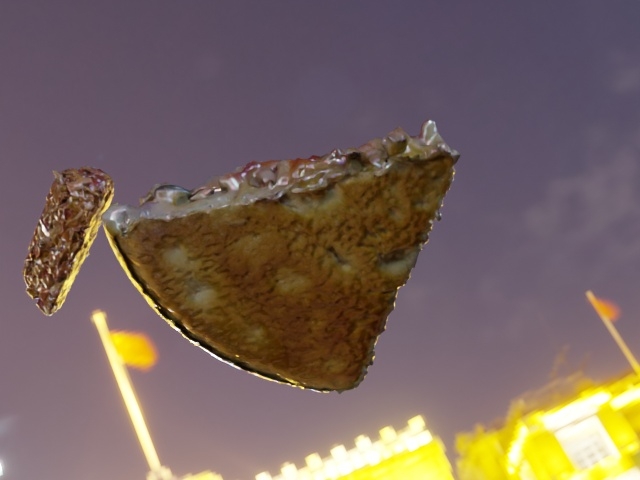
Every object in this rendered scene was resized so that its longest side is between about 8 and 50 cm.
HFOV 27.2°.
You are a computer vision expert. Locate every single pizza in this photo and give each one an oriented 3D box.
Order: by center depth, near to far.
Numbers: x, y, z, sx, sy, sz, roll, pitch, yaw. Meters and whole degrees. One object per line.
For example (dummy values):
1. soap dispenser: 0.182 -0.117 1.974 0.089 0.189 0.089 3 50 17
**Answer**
1. pizza: 0.000 0.000 0.744 0.193 0.053 0.201 -31 -51 15

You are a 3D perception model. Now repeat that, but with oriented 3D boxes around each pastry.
1. pastry: -0.259 -0.005 1.323 0.063 0.087 0.169 27 -63 -3
